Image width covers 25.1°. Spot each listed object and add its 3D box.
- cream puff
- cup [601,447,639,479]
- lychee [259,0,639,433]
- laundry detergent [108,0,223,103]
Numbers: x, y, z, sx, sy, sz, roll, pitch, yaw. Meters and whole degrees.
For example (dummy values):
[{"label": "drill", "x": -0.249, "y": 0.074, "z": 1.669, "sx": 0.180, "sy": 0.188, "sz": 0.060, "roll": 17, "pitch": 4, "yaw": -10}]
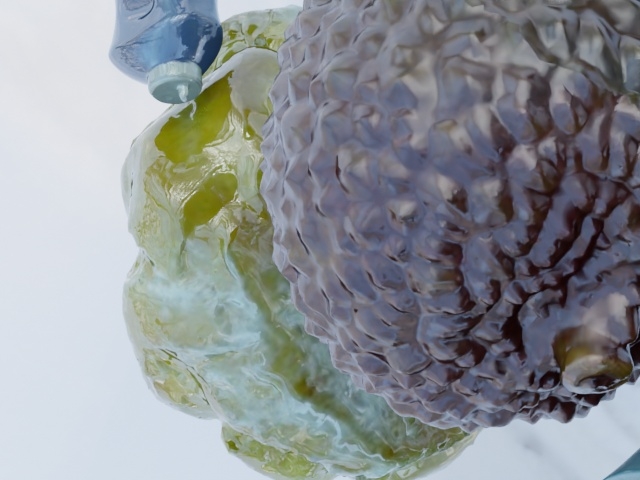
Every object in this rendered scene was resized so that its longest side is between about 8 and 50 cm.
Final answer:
[{"label": "cream puff", "x": 0.000, "y": 0.000, "z": 1.077, "sx": 0.275, "sy": 0.378, "sz": 0.378, "roll": 4, "pitch": 115, "yaw": 56}, {"label": "cup", "x": 0.229, "y": 0.117, "z": 0.627, "sx": 0.167, "sy": 0.173, "sz": 0.300, "roll": 17, "pitch": 134, "yaw": 45}, {"label": "lychee", "x": 0.081, "y": -0.041, "z": 0.670, "sx": 0.236, "sy": 0.236, "sz": 0.271, "roll": -46, "pitch": 51, "yaw": 30}, {"label": "laundry detergent", "x": -0.102, "y": -0.174, "z": 0.940, "sx": 0.096, "sy": 0.061, "sz": 0.206, "roll": -30, "pitch": 57, "yaw": 38}]
